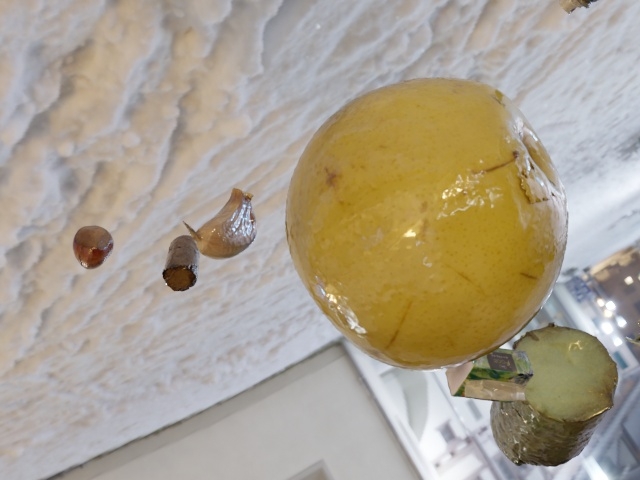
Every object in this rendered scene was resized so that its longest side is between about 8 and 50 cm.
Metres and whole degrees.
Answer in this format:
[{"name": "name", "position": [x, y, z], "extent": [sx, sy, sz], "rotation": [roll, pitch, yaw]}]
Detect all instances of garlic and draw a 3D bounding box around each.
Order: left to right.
[{"name": "garlic", "position": [-0.209, -0.021, 1.478], "extent": [0.091, 0.128, 0.198], "rotation": [5, -153, 36]}]

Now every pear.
[{"name": "pear", "position": [0.124, -0.019, 0.841], "extent": [0.348, 0.348, 0.348], "rotation": [-28, 165, -8]}]

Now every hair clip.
[{"name": "hair clip", "position": [0.488, 0.175, 1.044], "extent": [0.039, 0.115, 0.030], "rotation": [-32, -170, 7]}]

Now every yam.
[{"name": "yam", "position": [-0.304, 0.049, 1.558], "extent": [0.079, 0.079, 0.141], "rotation": [-34, -153, 13]}, {"name": "yam", "position": [0.427, 0.305, 1.331], "extent": [0.195, 0.195, 0.300], "rotation": [-27, 146, -15]}]

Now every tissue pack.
[{"name": "tissue pack", "position": [0.274, 0.223, 1.140], "extent": [0.111, 0.079, 0.085], "rotation": [10, 129, -15]}]

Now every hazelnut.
[{"name": "hazelnut", "position": [-0.435, 0.013, 1.349], "extent": [0.086, 0.086, 0.086], "rotation": [-28, 165, -8]}]

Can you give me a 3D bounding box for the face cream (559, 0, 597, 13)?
[{"name": "face cream", "position": [0.554, -0.525, 1.281], "extent": [0.073, 0.073, 0.283], "rotation": [-12, 156, -50]}]
